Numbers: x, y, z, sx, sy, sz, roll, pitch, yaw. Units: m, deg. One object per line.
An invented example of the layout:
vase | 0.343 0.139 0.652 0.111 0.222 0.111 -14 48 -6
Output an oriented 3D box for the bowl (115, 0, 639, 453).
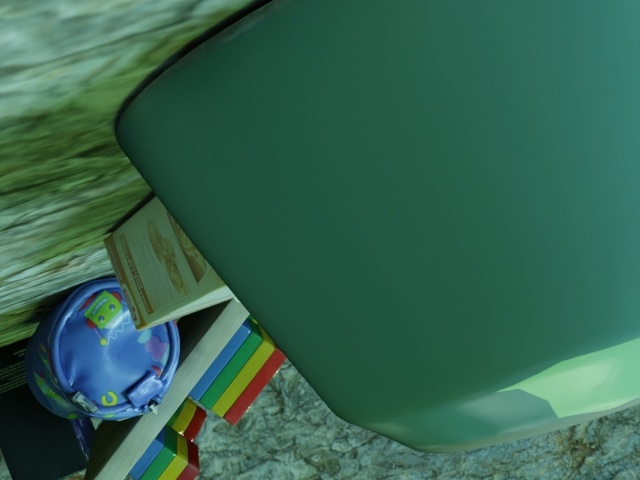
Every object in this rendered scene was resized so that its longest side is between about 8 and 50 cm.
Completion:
bowl | 0.091 -0.021 0.473 0.311 0.163 0.311 -21 177 -1

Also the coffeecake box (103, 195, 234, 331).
coffeecake box | -0.035 -0.009 0.696 0.142 0.068 0.185 -19 177 -27

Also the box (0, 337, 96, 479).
box | -0.380 0.232 1.567 0.103 0.184 0.261 -20 177 -8

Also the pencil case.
pencil case | -0.218 0.118 1.137 0.119 0.133 0.306 -31 -178 -20

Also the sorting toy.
sorting toy | -0.139 0.161 1.250 0.257 0.089 0.255 -53 -170 0

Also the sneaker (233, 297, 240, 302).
sneaker | 0.000 0.000 1.104 0.215 0.084 0.083 -23 165 -30
